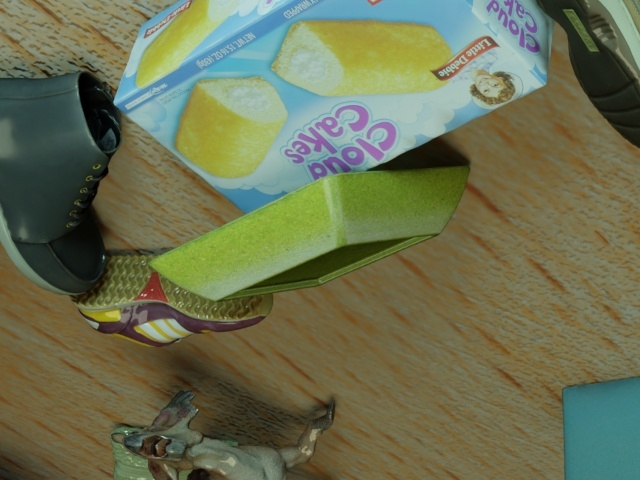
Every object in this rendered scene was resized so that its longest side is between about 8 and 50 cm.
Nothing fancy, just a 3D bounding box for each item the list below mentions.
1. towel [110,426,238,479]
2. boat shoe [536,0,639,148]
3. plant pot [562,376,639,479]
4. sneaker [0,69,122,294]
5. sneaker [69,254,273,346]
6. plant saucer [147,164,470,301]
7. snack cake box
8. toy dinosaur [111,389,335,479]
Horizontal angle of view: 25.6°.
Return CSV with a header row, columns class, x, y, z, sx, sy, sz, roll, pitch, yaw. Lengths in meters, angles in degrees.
class,x,y,z,sx,sy,sz,roll,pitch,yaw
towel,-0.149,0.240,1.486,0.148,0.027,0.110,9,140,3
boat shoe,0.199,-0.140,0.908,0.068,0.072,0.190,21,153,52
plant pot,0.310,0.259,1.232,0.165,0.234,0.166,-12,135,26
sneaker,-0.197,-0.038,1.120,0.118,0.083,0.222,-5,137,19
sneaker,-0.124,0.056,1.236,0.185,0.070,0.084,5,150,18
plant saucer,0.000,0.000,1.059,0.188,0.045,0.188,-24,170,36
snack cake box,0.007,-0.127,0.958,0.264,0.089,0.152,-24,128,36
toy dinosaur,-0.093,0.249,1.393,0.200,0.127,0.296,6,136,7
